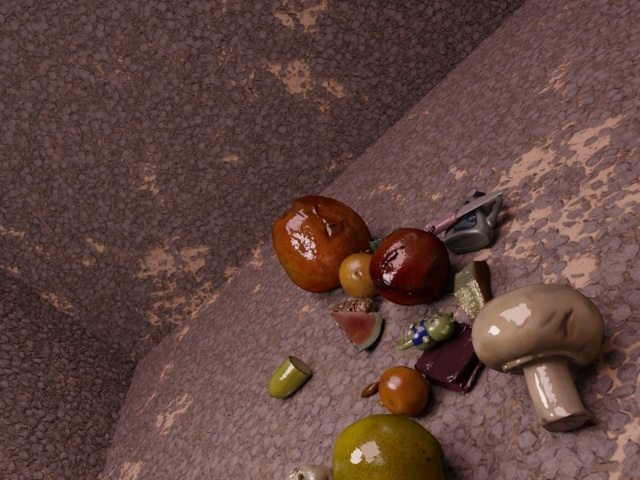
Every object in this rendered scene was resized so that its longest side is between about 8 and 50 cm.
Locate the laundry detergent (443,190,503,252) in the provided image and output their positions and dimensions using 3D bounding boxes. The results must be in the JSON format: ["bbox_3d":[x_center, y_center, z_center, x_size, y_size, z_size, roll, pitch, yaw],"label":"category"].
[{"bbox_3d":[0.590,-0.092,2.042,0.215,0.105,0.280,-22,30,52],"label":"laundry detergent"}]

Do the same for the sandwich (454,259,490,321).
[{"bbox_3d":[0.506,0.147,1.793,0.094,0.096,0.258,-39,19,32],"label":"sandwich"}]

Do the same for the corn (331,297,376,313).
[{"bbox_3d":[0.129,0.290,2.245,0.253,0.086,0.086,-16,36,53],"label":"corn"}]

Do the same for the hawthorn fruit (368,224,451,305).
[{"bbox_3d":[0.329,0.102,1.951,0.316,0.316,0.316,-39,22,19],"label":"hawthorn fruit"}]

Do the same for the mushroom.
[{"bbox_3d":[0.533,0.279,1.305,0.314,0.314,0.336,-32,46,33],"label":"mushroom"}]

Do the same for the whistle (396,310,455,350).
[{"bbox_3d":[0.328,0.288,1.684,0.227,0.085,0.105,-34,13,33],"label":"whistle"}]

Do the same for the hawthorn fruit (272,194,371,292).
[{"bbox_3d":[0.000,0.000,2.537,0.472,0.472,0.471,-39,22,19],"label":"hawthorn fruit"}]

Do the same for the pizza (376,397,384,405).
[{"bbox_3d":[0.218,0.506,1.773,0.083,0.025,0.078,-27,31,42],"label":"pizza"}]

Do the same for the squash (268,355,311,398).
[{"bbox_3d":[-0.138,0.572,2.203,0.186,0.123,0.123,-49,21,2],"label":"squash"}]

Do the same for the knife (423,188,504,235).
[{"bbox_3d":[0.530,-0.104,1.999,0.336,0.043,0.081,-31,18,28],"label":"knife"}]

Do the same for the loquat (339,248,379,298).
[{"bbox_3d":[0.181,0.141,2.249,0.208,0.208,0.208,-39,22,19],"label":"loquat"}]

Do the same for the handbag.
[{"bbox_3d":[0.409,0.345,1.641,0.216,0.074,0.203,-52,21,-19],"label":"handbag"}]

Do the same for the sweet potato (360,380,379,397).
[{"bbox_3d":[0.169,0.513,1.845,0.095,0.034,0.034,-48,19,24],"label":"sweet potato"}]

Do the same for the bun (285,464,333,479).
[{"bbox_3d":[-0.013,0.738,1.556,0.178,0.193,0.127,-37,22,33],"label":"bun"}]

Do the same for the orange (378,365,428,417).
[{"bbox_3d":[0.254,0.452,1.632,0.136,0.158,0.159,-30,9,-35],"label":"orange"}]

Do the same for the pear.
[{"bbox_3d":[0.181,0.583,1.381,0.294,0.294,0.294,-39,22,19],"label":"pear"}]

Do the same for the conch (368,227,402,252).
[{"bbox_3d":[0.310,0.016,2.313,0.188,0.175,0.121,-28,63,-7],"label":"conch"}]

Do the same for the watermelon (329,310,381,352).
[{"bbox_3d":[0.123,0.353,2.073,0.207,0.202,0.136,-73,-6,-53],"label":"watermelon"}]
